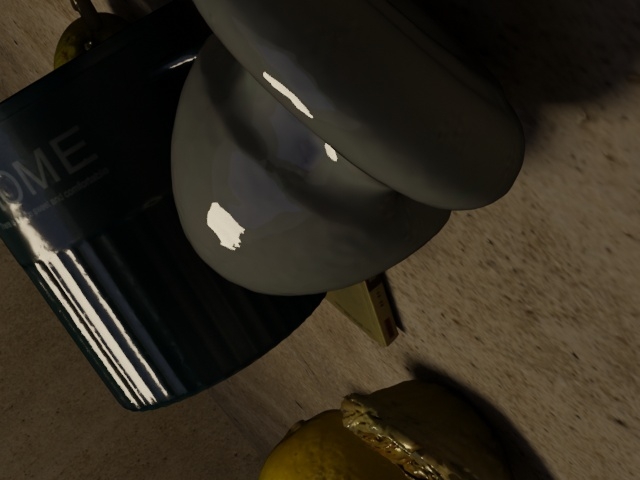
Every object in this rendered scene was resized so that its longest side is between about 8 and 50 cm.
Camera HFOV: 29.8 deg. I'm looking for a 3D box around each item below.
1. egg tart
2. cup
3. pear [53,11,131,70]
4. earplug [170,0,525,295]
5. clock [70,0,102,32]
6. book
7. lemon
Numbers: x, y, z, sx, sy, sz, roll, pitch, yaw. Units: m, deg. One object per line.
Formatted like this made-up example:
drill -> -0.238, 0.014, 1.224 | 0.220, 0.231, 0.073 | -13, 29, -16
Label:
egg tart -> 0.126, 0.221, 1.269 | 0.232, 0.098, 0.252 | 39, 169, 10
cup -> -0.128, -0.039, 1.054 | 0.292, 0.308, 0.242 | 60, -169, -13
pear -> -0.217, -0.178, 1.214 | 0.107, 0.107, 0.131 | 46, 168, 10
earplug -> -0.001, -0.070, 0.674 | 0.214, 0.175, 0.325 | 45, 166, 7
clock -> -0.272, -0.316, 1.006 | 0.308, 0.096, 0.235 | 50, 165, -7
book -> 0.000, 0.000, 1.181 | 0.161, 0.026, 0.231 | 40, 164, 31
lemon -> 0.022, 0.340, 1.613 | 0.219, 0.240, 0.240 | 54, 168, 16
